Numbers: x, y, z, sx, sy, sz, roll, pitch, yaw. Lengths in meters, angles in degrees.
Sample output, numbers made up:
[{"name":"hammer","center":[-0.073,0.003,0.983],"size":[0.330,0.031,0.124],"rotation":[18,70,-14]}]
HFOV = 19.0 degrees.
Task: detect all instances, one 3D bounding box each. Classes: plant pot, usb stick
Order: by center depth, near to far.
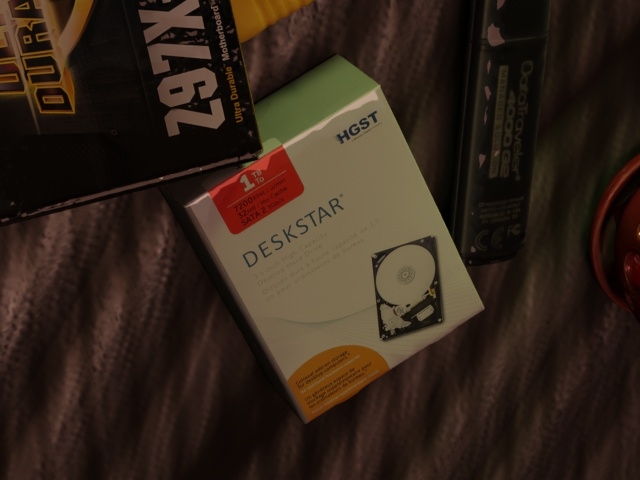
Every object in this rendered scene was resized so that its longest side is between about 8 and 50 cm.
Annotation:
[{"name":"usb stick","center":[0.147,-0.113,1.569],"size":[0.077,0.045,0.278],"rotation":[-9,116,-27]},{"name":"plant pot","center":[0.340,0.010,1.630],"size":[0.191,0.174,0.191],"rotation":[-9,115,-19]}]

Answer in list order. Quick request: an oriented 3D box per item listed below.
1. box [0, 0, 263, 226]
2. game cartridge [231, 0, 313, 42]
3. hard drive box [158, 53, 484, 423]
[{"name":"box","center":[-0.197,-0.178,1.346],"size":[0.257,0.079,0.322],"rotation":[-15,119,-8]},{"name":"game cartridge","center":[0.016,-0.340,1.408],"size":[0.324,0.053,0.285],"rotation":[-32,121,-9]},{"name":"hard drive box","center":[0.000,0.000,1.529],"size":[0.181,0.089,0.232],"rotation":[-33,121,-8]}]
